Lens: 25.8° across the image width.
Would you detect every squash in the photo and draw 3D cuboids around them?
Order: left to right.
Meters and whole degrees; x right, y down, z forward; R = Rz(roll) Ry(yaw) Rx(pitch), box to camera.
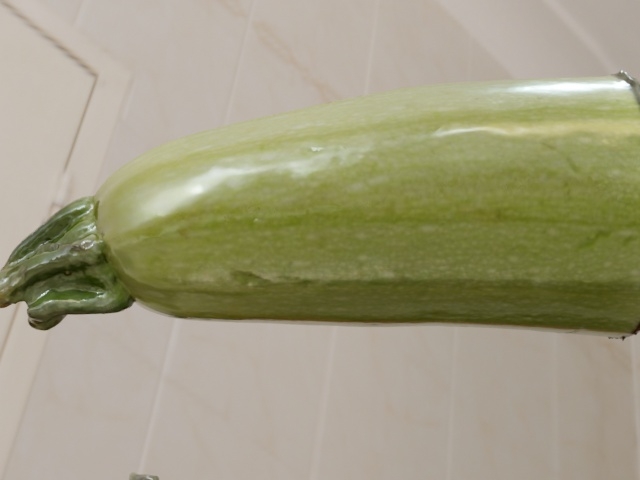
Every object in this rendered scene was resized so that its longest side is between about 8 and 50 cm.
[{"bbox_3d":[0.000,0.000,0.466,0.224,0.094,0.094,-6,-43,-9],"label":"squash"}]

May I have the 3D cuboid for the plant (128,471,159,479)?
[{"bbox_3d":[-0.140,0.396,1.268,0.261,0.297,0.306,34,-7,-11],"label":"plant"}]
